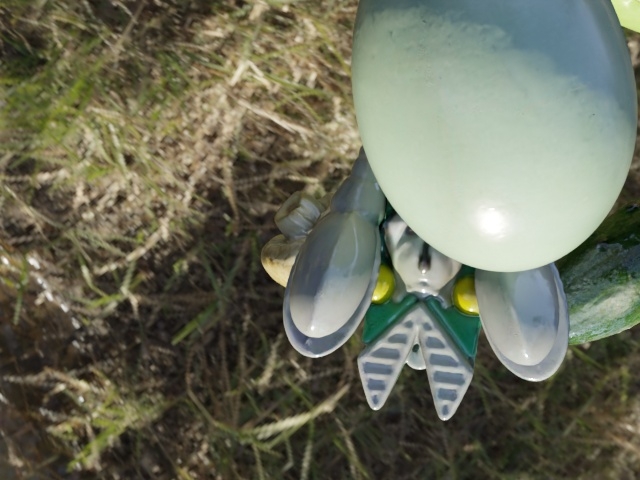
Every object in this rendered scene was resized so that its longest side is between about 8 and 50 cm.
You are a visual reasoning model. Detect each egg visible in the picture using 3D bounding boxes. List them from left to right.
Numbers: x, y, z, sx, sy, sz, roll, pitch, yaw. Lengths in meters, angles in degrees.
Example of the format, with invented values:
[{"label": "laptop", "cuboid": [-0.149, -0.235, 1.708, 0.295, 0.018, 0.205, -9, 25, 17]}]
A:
[{"label": "egg", "cuboid": [0.104, -0.093, 0.656, 0.168, 0.168, 0.230, -19, 103, -22]}]

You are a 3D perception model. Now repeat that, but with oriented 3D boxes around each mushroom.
[{"label": "mushroom", "cuboid": [0.000, 0.000, 1.222, 0.112, 0.148, 0.148, 43, 87, -17]}]

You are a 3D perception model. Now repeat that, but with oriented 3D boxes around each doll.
[{"label": "doll", "cuboid": [0.063, 0.006, 0.784, 0.195, 0.153, 0.258, -21, 89, 17]}]

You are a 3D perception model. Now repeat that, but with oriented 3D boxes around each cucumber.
[{"label": "cucumber", "cuboid": [0.445, 0.042, 1.547, 0.325, 0.105, 0.145, -32, 125, 6]}]

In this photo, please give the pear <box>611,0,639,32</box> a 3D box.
[{"label": "pear", "cuboid": [0.353, -0.346, 1.126, 0.343, 0.318, 0.238, 24, 111, 2]}]
